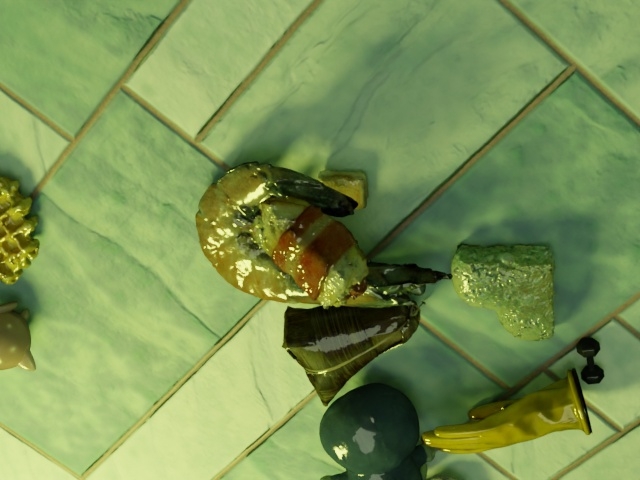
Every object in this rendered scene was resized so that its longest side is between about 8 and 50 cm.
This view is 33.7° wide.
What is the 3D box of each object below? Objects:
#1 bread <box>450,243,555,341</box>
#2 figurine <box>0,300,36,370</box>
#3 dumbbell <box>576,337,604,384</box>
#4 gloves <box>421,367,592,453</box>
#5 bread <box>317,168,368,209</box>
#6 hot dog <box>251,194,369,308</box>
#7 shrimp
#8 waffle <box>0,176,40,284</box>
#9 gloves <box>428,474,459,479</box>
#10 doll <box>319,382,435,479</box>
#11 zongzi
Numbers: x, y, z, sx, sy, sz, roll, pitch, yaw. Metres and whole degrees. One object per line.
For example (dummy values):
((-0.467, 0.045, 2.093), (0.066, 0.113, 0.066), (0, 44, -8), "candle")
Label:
((0.327, 0.079, 1.748), (0.232, 0.064, 0.172), (39, 122, -15), "bread")
((-0.594, 0.183, 1.959), (0.125, 0.125, 0.138), (-9, 104, 16), "figurine")
((0.464, 0.208, 1.817), (0.040, 0.036, 0.083), (-9, 119, 14), "dumbbell")
((0.314, 0.315, 1.845), (0.294, 0.116, 0.133), (-16, 145, 13), "gloves")
((0.036, -0.081, 1.720), (0.083, 0.035, 0.070), (-1, 121, 8), "bread")
((-0.012, 0.010, 1.636), (0.213, 0.103, 0.146), (47, 146, 6), "hot dog")
((0.000, 0.000, 1.726), (0.445, 0.085, 0.272), (11, 127, 17), "shrimp")
((-0.616, -0.028, 1.863), (0.249, 0.056, 0.253), (7, 124, 6), "waffle")
((0.223, 0.513, 2.030), (0.114, 0.070, 0.153), (40, 118, -14), "gloves")
((0.096, 0.383, 1.928), (0.228, 0.154, 0.259), (-17, 104, -7), "doll")
((0.081, 0.193, 1.856), (0.247, 0.111, 0.241), (-14, 135, 12), "zongzi")
